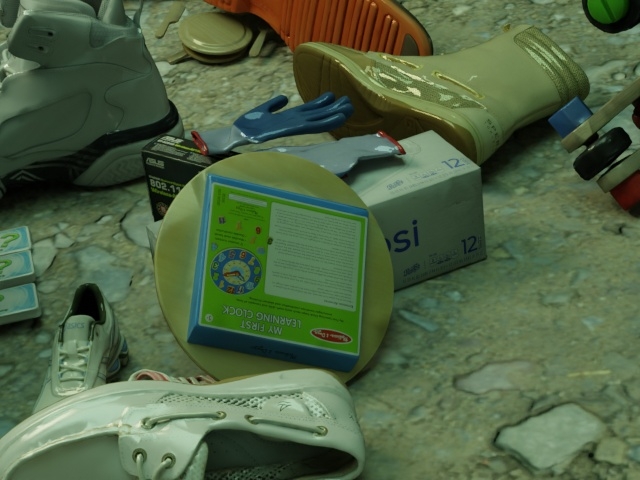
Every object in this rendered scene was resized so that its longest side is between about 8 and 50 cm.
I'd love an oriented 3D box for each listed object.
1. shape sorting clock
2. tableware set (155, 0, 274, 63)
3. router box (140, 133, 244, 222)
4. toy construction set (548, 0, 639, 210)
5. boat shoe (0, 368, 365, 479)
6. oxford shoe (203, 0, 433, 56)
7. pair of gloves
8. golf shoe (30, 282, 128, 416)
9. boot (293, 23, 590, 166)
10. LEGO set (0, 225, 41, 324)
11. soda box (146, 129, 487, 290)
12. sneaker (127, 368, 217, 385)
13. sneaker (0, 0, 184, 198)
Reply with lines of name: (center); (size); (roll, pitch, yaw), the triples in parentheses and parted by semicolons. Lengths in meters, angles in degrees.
shape sorting clock: (-0.036, 0.028, 1.317); (0.206, 0.206, 0.040); (-28, -4, -30)
tableware set: (-0.109, -0.261, 1.924); (0.128, 0.039, 0.194); (13, 41, 9)
router box: (-0.104, -0.041, 1.512); (0.122, 0.092, 0.038); (15, 38, 32)
toy construction set: (0.393, -0.142, 1.495); (0.309, 0.257, 0.237); (33, 33, 19)
boat shoe: (-0.102, 0.160, 1.182); (0.277, 0.098, 0.096); (-11, 31, -9)
oxford shoe: (0.004, -0.282, 1.835); (0.364, 0.130, 0.133); (36, 36, 30)
pair of gloves: (-0.025, -0.085, 1.460); (0.159, 0.023, 0.198); (-16, 28, -18)
golf shoe: (-0.199, 0.104, 1.305); (0.069, 0.086, 0.176); (-3, 33, 3)
boot: (0.119, -0.164, 1.665); (0.203, 0.095, 0.262); (-30, 40, -32)
LEGO set: (-0.384, 0.034, 1.483); (0.244, 0.060, 0.182); (-12, 28, -7)
soda box: (0.000, 0.000, 1.422); (0.286, 0.098, 0.091); (-20, 34, -18)
sneaker: (-0.107, 0.122, 1.271); (0.051, 0.070, 0.134); (19, 39, 38)
sneaker: (-0.324, -0.142, 1.605); (0.366, 0.210, 0.137); (-15, 32, -12)
